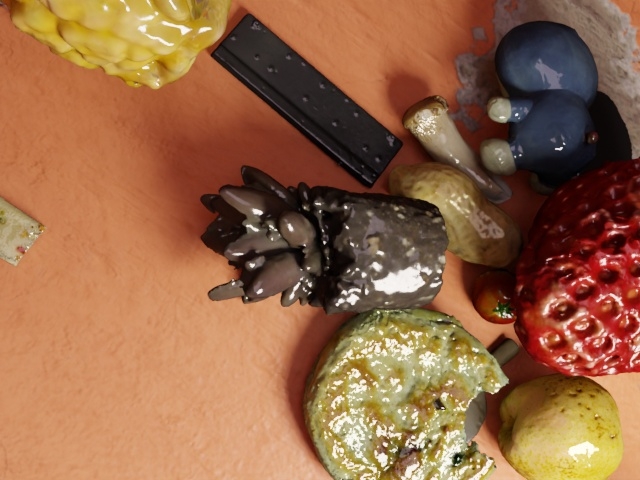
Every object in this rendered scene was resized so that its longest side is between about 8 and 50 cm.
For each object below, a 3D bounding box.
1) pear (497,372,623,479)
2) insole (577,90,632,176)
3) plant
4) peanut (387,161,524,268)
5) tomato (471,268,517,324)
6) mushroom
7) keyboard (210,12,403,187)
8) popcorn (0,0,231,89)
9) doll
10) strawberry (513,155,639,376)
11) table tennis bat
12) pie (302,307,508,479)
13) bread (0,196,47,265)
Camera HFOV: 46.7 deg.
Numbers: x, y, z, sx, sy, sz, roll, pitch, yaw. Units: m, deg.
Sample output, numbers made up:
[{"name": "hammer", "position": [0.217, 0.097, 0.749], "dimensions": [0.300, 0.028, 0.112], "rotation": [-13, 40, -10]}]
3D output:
[{"name": "pear", "position": [0.343, 0.276, 1.075], "dimensions": [0.178, 0.178, 0.178], "rotation": [2, 81, -15]}, {"name": "insole", "position": [0.485, -0.084, 1.241], "dimensions": [0.119, 0.009, 0.348], "rotation": [-10, 84, -15]}, {"name": "plant", "position": [0.000, 0.000, 1.000], "dimensions": [0.320, 0.181, 0.194], "rotation": [4, 89, -15]}, {"name": "peanut", "position": [0.203, -0.042, 1.106], "dimensions": [0.229, 0.098, 0.103], "rotation": [41, 86, -4]}, {"name": "tomato", "position": [0.270, 0.081, 1.120], "dimensions": [0.087, 0.087, 0.075], "rotation": [20, 41, -12]}, {"name": "mushroom", "position": [0.213, -0.134, 1.144], "dimensions": [0.209, 0.071, 0.084], "rotation": [47, 31, -10]}, {"name": "keyboard", "position": [-0.018, -0.207, 1.113], "dimensions": [0.309, 0.018, 0.101], "rotation": [39, 72, -7]}, {"name": "popcorn", "position": [-0.231, -0.376, 0.914], "dimensions": [0.349, 0.381, 0.349], "rotation": [1, 88, -32]}, {"name": "doll", "position": [0.343, -0.215, 1.148], "dimensions": [0.228, 0.154, 0.258], "rotation": [17, 61, -35]}, {"name": "strawberry", "position": [0.411, 0.056, 1.025], "dimensions": [0.345, 0.295, 0.317], "rotation": [-25, 130, -42]}, {"name": "table tennis bat", "position": [0.208, 0.228, 1.111], "dimensions": [0.234, 0.022, 0.131], "rotation": [-36, 91, -15]}, {"name": "pie", "position": [0.120, 0.231, 1.050], "dimensions": [0.302, 0.067, 0.302], "rotation": [1, 82, -11]}, {"name": "bread", "position": [-0.440, -0.033, 0.964], "dimensions": [0.153, 0.028, 0.068], "rotation": [35, 76, -6]}]
